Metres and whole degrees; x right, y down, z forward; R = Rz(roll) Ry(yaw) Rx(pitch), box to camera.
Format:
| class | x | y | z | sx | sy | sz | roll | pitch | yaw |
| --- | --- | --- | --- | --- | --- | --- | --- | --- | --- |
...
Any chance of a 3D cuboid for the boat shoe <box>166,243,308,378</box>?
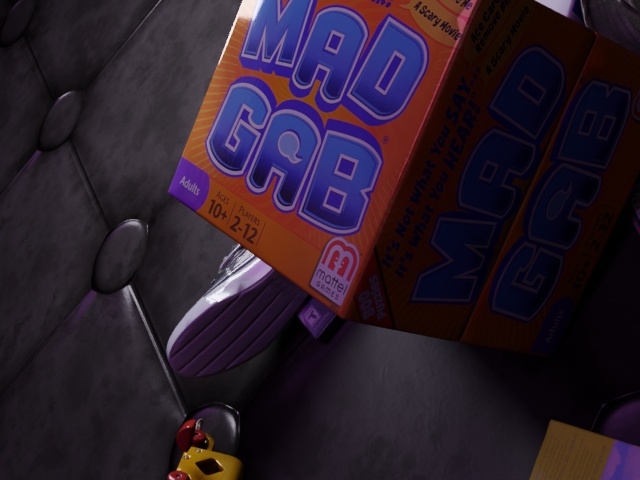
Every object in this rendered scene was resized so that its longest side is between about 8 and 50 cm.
| class | x | y | z | sx | sy | sz | roll | pitch | yaw |
| --- | --- | --- | --- | --- | --- | --- | --- | --- | --- |
| boat shoe | -0.091 | 0.060 | 1.663 | 0.335 | 0.121 | 0.119 | -42 | 34 | 2 |

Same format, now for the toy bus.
| class | x | y | z | sx | sy | sz | roll | pitch | yaw |
| --- | --- | --- | --- | --- | --- | --- | --- | --- | --- |
| toy bus | -0.149 | 0.338 | 1.574 | 0.104 | 0.191 | 0.202 | 13 | 71 | 4 |

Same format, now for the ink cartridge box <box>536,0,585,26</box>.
| class | x | y | z | sx | sy | sz | roll | pitch | yaw |
| --- | --- | --- | --- | --- | --- | --- | --- | --- | --- |
| ink cartridge box | 0.218 | -0.268 | 1.612 | 0.330 | 0.071 | 0.324 | 3 | 69 | 45 |

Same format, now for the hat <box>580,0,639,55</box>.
| class | x | y | z | sx | sy | sz | roll | pitch | yaw |
| --- | --- | --- | --- | --- | --- | --- | --- | --- | --- |
| hat | 0.426 | -0.354 | 1.365 | 0.331 | 0.134 | 0.331 | -13 | 67 | 34 |

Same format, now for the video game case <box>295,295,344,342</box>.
| class | x | y | z | sx | sy | sz | roll | pitch | yaw |
| --- | --- | --- | --- | --- | --- | --- | --- | --- | --- |
| video game case | 0.000 | 0.000 | 1.699 | 0.196 | 0.026 | 0.274 | -51 | 41 | 8 |

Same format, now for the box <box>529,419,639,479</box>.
| class | x | y | z | sx | sy | sz | roll | pitch | yaw |
| --- | --- | --- | --- | --- | --- | --- | --- | --- | --- |
| box | 0.303 | 0.263 | 1.208 | 0.178 | 0.042 | 0.109 | 12 | 76 | 48 |

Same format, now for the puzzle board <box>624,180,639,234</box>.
| class | x | y | z | sx | sy | sz | roll | pitch | yaw |
| --- | --- | --- | --- | --- | --- | --- | --- | --- | --- |
| puzzle board | 0.403 | -0.034 | 1.318 | 0.096 | 0.011 | 0.128 | -38 | 44 | 23 |

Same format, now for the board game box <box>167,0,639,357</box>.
| class | x | y | z | sx | sy | sz | roll | pitch | yaw |
| --- | --- | --- | --- | --- | --- | --- | --- | --- | --- |
| board game box | 0.112 | -0.118 | 1.329 | 0.356 | 0.356 | 0.356 | 33 | 104 | 46 |
